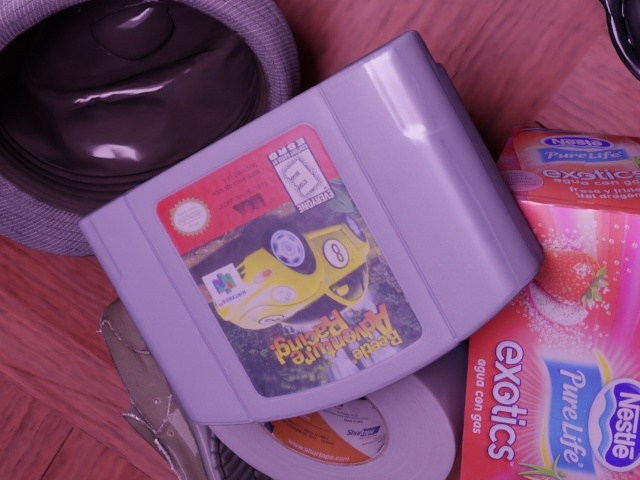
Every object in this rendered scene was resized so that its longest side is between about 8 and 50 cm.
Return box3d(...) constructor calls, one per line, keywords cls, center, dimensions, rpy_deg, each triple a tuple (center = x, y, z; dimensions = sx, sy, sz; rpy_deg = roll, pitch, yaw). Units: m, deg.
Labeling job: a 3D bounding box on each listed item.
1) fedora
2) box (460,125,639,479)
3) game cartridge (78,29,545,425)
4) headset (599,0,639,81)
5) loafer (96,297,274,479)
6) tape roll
box3d(cls="fedora", center=(-0.148, -0.123, 0.862), dimensions=(0.275, 0.124, 0.243), rpy_deg=(-37, 129, 28))
box3d(cls="box", center=(0.185, 0.085, 0.861), dimensions=(0.142, 0.154, 0.300), rpy_deg=(7, 115, 14))
box3d(cls="game cartridge", center=(-0.012, 0.013, 0.794), dimensions=(0.294, 0.060, 0.196), rpy_deg=(-26, 100, 31))
box3d(cls="headset", center=(0.259, -0.111, 0.698), dimensions=(0.394, 0.243, 0.185), rpy_deg=(22, 97, -20))
box3d(cls="loafer", center=(-0.113, 0.144, 1.028), dimensions=(0.087, 0.094, 0.251), rpy_deg=(-11, 106, 34))
box3d(cls="tape roll", center=(0.009, 0.113, 0.938), dimensions=(0.219, 0.072, 0.219), rpy_deg=(15, 136, 15))
